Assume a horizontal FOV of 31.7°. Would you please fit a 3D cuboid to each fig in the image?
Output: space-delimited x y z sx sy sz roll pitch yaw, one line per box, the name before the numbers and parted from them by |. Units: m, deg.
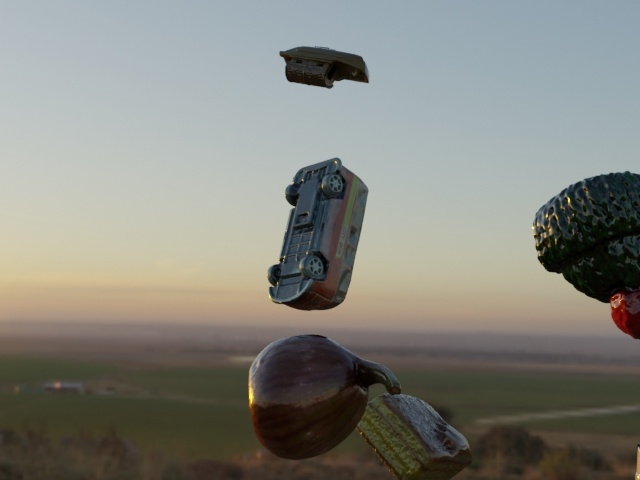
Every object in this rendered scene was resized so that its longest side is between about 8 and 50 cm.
fig | 0.008 0.197 1.509 0.207 0.175 0.175 -25 -8 9

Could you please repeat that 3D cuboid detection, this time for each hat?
hat | 0.580 0.044 2.266 0.242 0.332 0.274 -9 -19 -17

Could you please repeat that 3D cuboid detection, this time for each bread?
bread | 0.192 0.395 2.249 0.184 0.110 0.234 49 15 24

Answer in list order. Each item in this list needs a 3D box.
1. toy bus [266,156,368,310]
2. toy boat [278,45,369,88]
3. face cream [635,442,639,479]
toy bus | 0.000 0.000 1.928 0.120 0.265 0.121 30 -29 -35
toy boat | 0.006 -0.366 2.419 0.226 0.088 0.068 16 -32 32
face cream | 0.483 0.415 1.632 0.058 0.243 0.092 4 4 33
